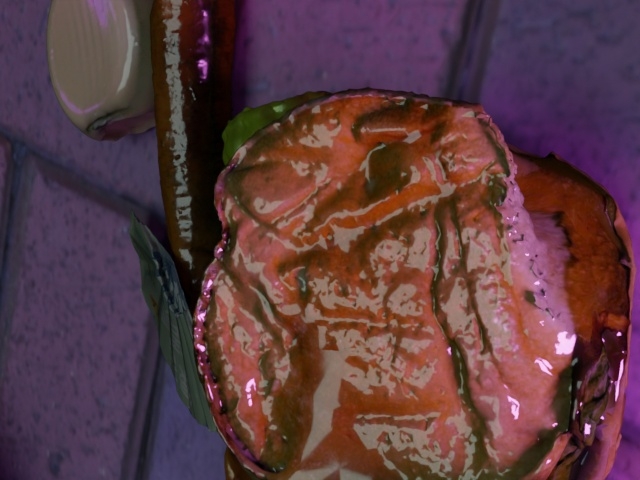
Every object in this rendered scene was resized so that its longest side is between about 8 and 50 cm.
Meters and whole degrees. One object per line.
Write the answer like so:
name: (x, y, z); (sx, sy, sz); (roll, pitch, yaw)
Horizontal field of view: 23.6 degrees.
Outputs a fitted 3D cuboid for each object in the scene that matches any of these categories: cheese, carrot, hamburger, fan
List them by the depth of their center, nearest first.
hamburger: (0.056, 0.058, 0.926); (0.265, 0.134, 0.285); (10, 90, 31)
carrot: (-0.093, -0.057, 1.169); (0.066, 0.066, 0.314); (3, 96, 47)
fan: (-0.113, 0.067, 1.182); (0.240, 0.009, 0.131); (-121, 24, -44)
cheese: (-0.173, -0.198, 1.243); (0.137, 0.064, 0.227); (-16, 81, 43)

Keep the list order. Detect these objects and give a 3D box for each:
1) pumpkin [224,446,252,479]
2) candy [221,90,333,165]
pumpkin: (0.007, 0.305, 1.046); (0.258, 0.095, 0.290); (30, 114, 34)
candy: (0.000, 0.000, 1.047); (0.097, 0.097, 0.209); (-29, 75, 44)
